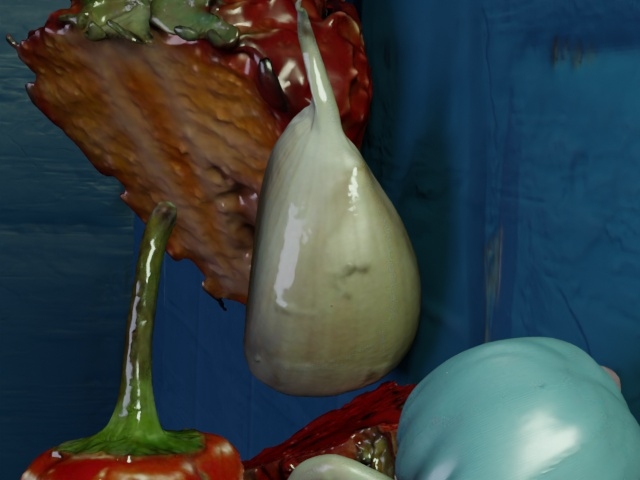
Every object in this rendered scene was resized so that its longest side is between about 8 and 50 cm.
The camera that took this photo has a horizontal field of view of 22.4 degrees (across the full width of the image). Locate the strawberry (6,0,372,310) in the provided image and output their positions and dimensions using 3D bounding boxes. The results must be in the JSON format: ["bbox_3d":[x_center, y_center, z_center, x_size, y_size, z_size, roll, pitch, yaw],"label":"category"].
[{"bbox_3d":[-0.046,-0.094,1.133,0.253,0.280,0.150,-10,36,50],"label":"strawberry"}]

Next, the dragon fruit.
[{"bbox_3d":[0.048,0.137,0.904,0.192,0.122,0.092,-22,95,59],"label":"dragon fruit"}]

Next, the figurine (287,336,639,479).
[{"bbox_3d":[0.014,0.128,0.630,0.205,0.260,0.103,-105,-6,-64],"label":"figurine"}]

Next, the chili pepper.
[{"bbox_3d":[-0.097,0.165,0.862,0.134,0.131,0.338,-67,-39,-77],"label":"chili pepper"}]

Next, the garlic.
[{"bbox_3d":[0.003,-0.001,0.966,0.148,0.128,0.266,37,139,18],"label":"garlic"}]
